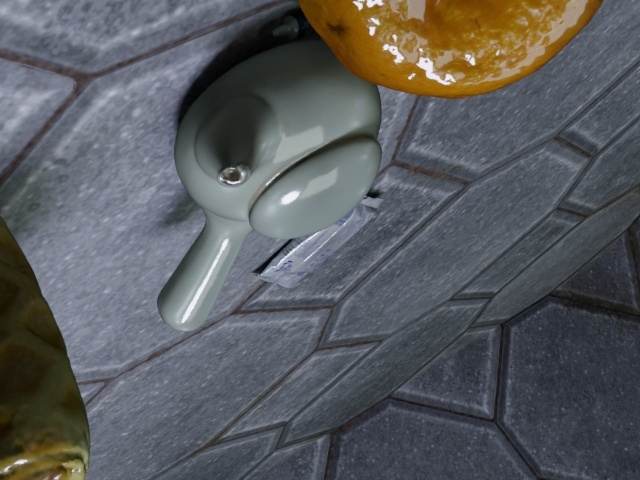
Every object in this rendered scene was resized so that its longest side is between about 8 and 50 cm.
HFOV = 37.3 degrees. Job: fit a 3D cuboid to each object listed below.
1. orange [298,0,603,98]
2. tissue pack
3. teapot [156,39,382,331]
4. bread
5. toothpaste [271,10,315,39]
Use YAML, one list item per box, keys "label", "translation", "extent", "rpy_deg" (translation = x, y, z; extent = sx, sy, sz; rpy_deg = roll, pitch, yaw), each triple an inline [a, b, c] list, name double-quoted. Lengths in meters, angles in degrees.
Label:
- label: "orange"
  translation: [0.093, -0.239, 0.705]
  extent: [0.249, 0.183, 0.248]
  rpy_deg: [0, 125, 0]
- label: "tissue pack"
  translation: [0.000, 0.000, 1.338]
  extent: [0.193, 0.026, 0.123]
  rpy_deg: [-42, 160, 15]
- label: "teapot"
  translation: [-0.052, -0.054, 0.932]
  extent: [0.220, 0.149, 0.318]
  rpy_deg: [-20, 159, -29]
- label: "bread"
  translation: [-0.275, 0.116, 0.774]
  extent: [0.152, 0.267, 0.130]
  rpy_deg: [-43, 155, 23]
- label: "toothpaste"
  translation: [0.011, -0.209, 0.876]
  extent: [0.140, 0.021, 0.037]
  rpy_deg: [-26, 165, -32]
